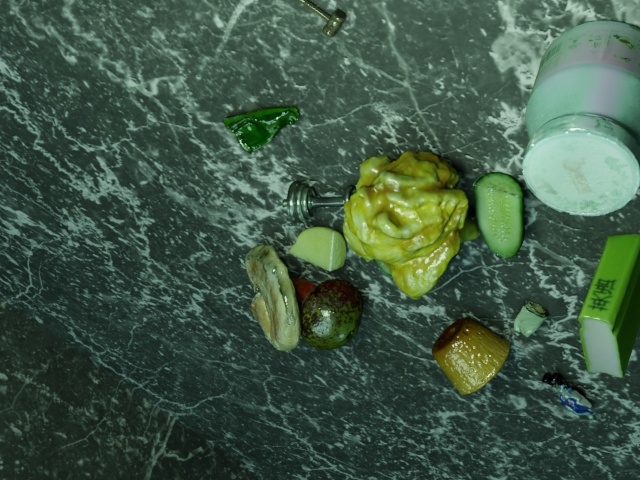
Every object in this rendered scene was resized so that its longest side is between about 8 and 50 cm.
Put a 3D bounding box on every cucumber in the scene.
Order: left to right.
[{"bbox_3d":[0.420,-0.054,1.837,0.115,0.063,0.244,13,142,23],"label":"cucumber"}]

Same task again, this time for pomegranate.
[{"bbox_3d":[0.004,0.189,2.281,0.248,0.214,0.214,43,147,16],"label":"pomegranate"}]

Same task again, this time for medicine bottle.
[{"bbox_3d":[0.486,-0.210,1.418,0.244,0.290,0.245,16,143,12],"label":"medicine bottle"}]

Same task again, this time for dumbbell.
[{"bbox_3d":[0.023,-0.097,1.984,0.254,0.110,0.110,-1,137,21],"label":"dumbbell"}]

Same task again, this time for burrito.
[{"bbox_3d":[0.550,0.211,2.108,0.074,0.044,0.118,22,141,-1],"label":"burrito"}]

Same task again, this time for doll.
[{"bbox_3d":[0.724,0.451,2.292,0.195,0.070,0.096,43,163,-12],"label":"doll"}]

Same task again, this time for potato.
[{"bbox_3d":[0.000,0.000,2.158,0.149,0.081,0.120,22,116,31],"label":"potato"}]

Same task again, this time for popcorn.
[{"bbox_3d":[0.208,-0.036,1.776,0.320,0.326,0.290,2,170,4],"label":"popcorn"}]

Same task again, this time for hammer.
[{"bbox_3d":[-0.082,-0.510,1.593,0.292,0.029,0.058,33,141,-8],"label":"hammer"}]

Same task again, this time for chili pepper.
[{"bbox_3d":[-0.139,-0.272,1.889,0.216,0.062,0.108,-9,139,36],"label":"chili pepper"}]

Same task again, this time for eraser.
[{"bbox_3d":[0.661,0.140,1.775,0.092,0.274,0.210,8,139,34],"label":"eraser"}]

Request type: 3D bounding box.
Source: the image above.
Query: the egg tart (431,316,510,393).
[{"bbox_3d":[0.411,0.306,2.202,0.147,0.202,0.202,45,141,-5],"label":"egg tart"}]

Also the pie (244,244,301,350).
[{"bbox_3d":[-0.131,0.173,2.270,0.337,0.075,0.338,47,146,45],"label":"pie"}]

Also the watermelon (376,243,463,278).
[{"bbox_3d":[0.234,0.058,2.011,0.231,0.146,0.128,-16,128,38],"label":"watermelon"}]
